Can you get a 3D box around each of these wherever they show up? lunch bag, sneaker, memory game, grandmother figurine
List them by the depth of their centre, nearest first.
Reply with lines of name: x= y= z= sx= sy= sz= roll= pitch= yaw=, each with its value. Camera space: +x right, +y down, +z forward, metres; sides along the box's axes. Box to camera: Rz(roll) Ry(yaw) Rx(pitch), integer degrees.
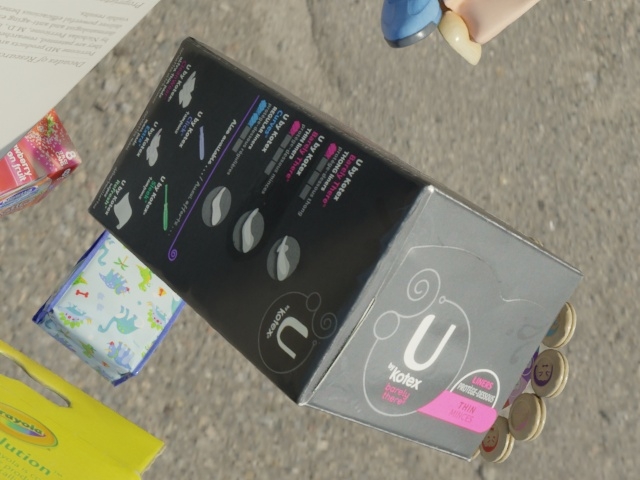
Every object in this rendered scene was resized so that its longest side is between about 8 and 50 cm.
memory game: x=0.138 y=0.085 z=0.986 sx=0.012 sy=0.186 sz=0.186 roll=16 pitch=124 yaw=-26
grandmother figurine: x=0.274 y=-0.328 z=1.341 sx=0.342 sy=0.207 sz=0.104 roll=-36 pitch=134 yaw=23
sneaker: x=0.094 y=-0.292 z=1.375 sx=0.069 sy=0.209 sz=0.082 roll=-12 pitch=129 yaw=24
lunch bag: x=-0.230 y=0.068 z=1.422 sx=0.129 sy=0.151 sz=0.096 roll=40 pitch=151 yaw=-12

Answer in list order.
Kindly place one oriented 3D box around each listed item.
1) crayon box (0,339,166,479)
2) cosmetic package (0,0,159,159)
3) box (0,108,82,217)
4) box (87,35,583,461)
crayon box: x=-0.206 y=0.121 z=0.544 sx=0.202 sy=0.318 sz=0.081 roll=33 pitch=105 yaw=2
cosmetic package: x=-0.240 y=-0.174 z=0.769 sx=0.365 sy=0.155 sz=0.197 roll=-35 pitch=67 yaw=37
box: x=-0.379 y=-0.150 z=1.301 sx=0.123 sy=0.128 sz=0.257 roll=-32 pitch=86 yaw=48
box: x=0.000 y=0.000 z=0.797 sx=0.165 sy=0.270 sz=0.143 roll=25 pitch=98 yaw=-43
